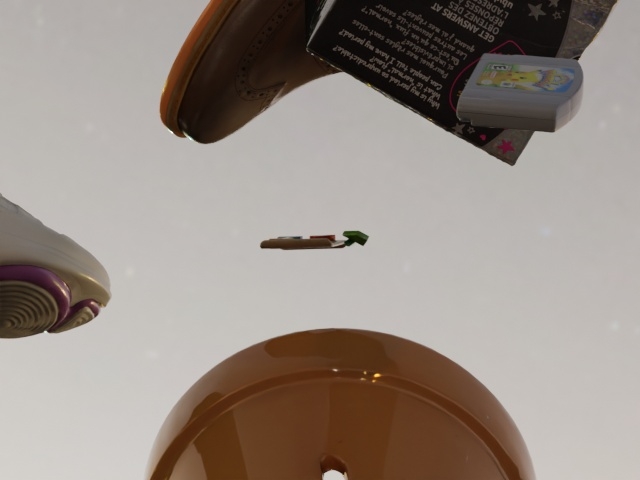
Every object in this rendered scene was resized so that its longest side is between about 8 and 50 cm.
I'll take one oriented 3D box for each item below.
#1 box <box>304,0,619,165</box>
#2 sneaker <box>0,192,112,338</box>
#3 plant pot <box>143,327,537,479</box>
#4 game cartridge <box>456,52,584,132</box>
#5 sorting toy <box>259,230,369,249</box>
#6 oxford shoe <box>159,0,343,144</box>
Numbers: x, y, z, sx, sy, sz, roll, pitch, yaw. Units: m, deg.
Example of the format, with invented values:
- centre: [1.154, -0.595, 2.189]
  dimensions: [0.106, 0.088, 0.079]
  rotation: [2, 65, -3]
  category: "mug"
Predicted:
- centre: [0.089, -0.168, 1.339]
  dimensions: [0.163, 0.142, 0.247]
  rotation: [29, 14, -9]
  category: "box"
- centre: [-0.263, -0.028, 1.381]
  dimensions: [0.114, 0.152, 0.305]
  rotation: [-29, -38, 31]
  category: "sneaker"
- centre: [0.012, 0.231, 1.346]
  dimensions: [0.290, 0.291, 0.203]
  rotation: [16, 20, -5]
  category: "plant pot"
- centre: [0.100, -0.073, 0.961]
  dimensions: [0.056, 0.083, 0.017]
  rotation: [9, -66, 10]
  category: "game cartridge"
- centre: [0.000, 0.000, 1.520]
  dimensions: [0.083, 0.012, 0.062]
  rotation: [-2, -2, 13]
  category: "sorting toy"
- centre: [0.029, -0.185, 1.544]
  dimensions: [0.133, 0.363, 0.130]
  rotation: [52, 10, 21]
  category: "oxford shoe"
